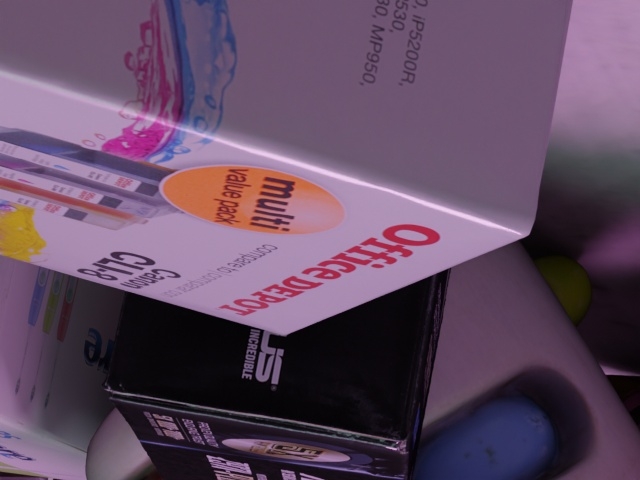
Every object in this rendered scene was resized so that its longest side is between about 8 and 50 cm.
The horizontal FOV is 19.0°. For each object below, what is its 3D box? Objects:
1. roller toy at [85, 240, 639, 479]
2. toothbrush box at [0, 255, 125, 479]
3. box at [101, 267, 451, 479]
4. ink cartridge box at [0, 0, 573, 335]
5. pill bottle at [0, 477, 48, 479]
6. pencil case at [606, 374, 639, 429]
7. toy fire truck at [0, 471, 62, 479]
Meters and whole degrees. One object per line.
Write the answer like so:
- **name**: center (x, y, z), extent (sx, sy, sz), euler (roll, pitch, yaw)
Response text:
- **roller toy**: center (0.020, 0.094, 0.731), extent (0.209, 0.146, 0.191), euler (-34, 170, 15)
- **toothbrush box**: center (-0.213, 0.019, 0.811), extent (0.283, 0.122, 0.206), euler (6, 166, 19)
- **box**: center (0.000, 0.000, 0.559), extent (0.077, 0.147, 0.180), euler (9, 163, 4)
- **ink cartridge box**: center (-0.049, -0.069, 0.389), extent (0.176, 0.127, 0.128), euler (16, 163, -20)
- **pill bottle**: center (-0.274, 0.219, 1.259), extent (0.162, 0.278, 0.162), euler (9, 164, 3)
- **pencil case**: center (0.209, 0.106, 0.775), extent (0.167, 0.160, 0.386), euler (51, 160, -1)
- **toy fire truck**: center (-0.070, 0.104, 1.023), extent (0.217, 0.158, 0.246), euler (25, 179, -27)
